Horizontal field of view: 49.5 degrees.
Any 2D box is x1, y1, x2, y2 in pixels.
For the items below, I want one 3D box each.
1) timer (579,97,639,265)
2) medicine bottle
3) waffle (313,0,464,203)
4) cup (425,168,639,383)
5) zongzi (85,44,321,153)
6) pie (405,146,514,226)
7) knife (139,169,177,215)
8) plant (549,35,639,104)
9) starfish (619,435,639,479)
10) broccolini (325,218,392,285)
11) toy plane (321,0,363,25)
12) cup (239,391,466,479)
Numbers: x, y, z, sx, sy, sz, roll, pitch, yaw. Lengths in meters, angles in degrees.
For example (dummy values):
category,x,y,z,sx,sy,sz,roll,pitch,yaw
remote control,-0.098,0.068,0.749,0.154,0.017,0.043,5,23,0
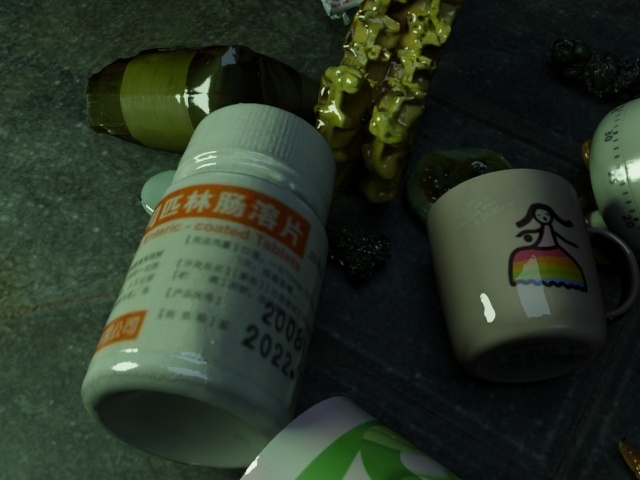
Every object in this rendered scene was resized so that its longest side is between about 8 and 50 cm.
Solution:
category,x,y,z,sx,sy,sz,roll,pitch,yaw
timer,0.470,-0.082,0.899,0.233,0.240,0.234,14,68,-39
medicine bottle,-0.102,0.039,0.774,0.210,0.211,0.372,9,52,4
waffle,0.086,-0.213,0.964,0.151,0.261,0.324,22,60,4
cup,0.264,0.053,0.833,0.252,0.192,0.201,2,57,-9
zongzi,-0.155,-0.210,1.064,0.289,0.154,0.317,9,11,31
pie,0.213,-0.071,0.999,0.186,0.041,0.187,2,51,-3
knife,-0.162,0.067,0.896,0.132,0.038,0.399,-4,56,-10
plant,0.452,-0.282,1.139,0.174,0.087,0.085,29,29,12
starfish,0.341,0.385,0.664,0.293,0.084,0.301,-34,67,-24
broccolini,0.001,-0.010,0.942,0.201,0.058,0.074,28,52,16
toy plane,0.123,-0.418,1.197,0.252,0.118,0.252,1,52,-1
cup,0.063,0.300,0.634,0.274,0.253,0.253,35,61,31
